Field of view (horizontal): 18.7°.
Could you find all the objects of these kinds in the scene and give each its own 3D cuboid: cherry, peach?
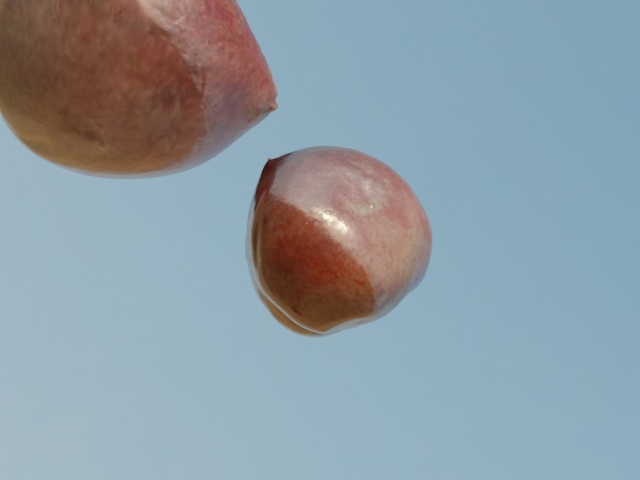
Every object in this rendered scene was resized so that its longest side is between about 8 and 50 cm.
[{"bbox_3d":[-0.171,-0.155,1.688,0.239,0.206,0.239,9,-76,42],"label":"cherry"},{"bbox_3d":[0.000,0.000,1.470,0.152,0.152,0.152,34,-32,25],"label":"peach"}]
